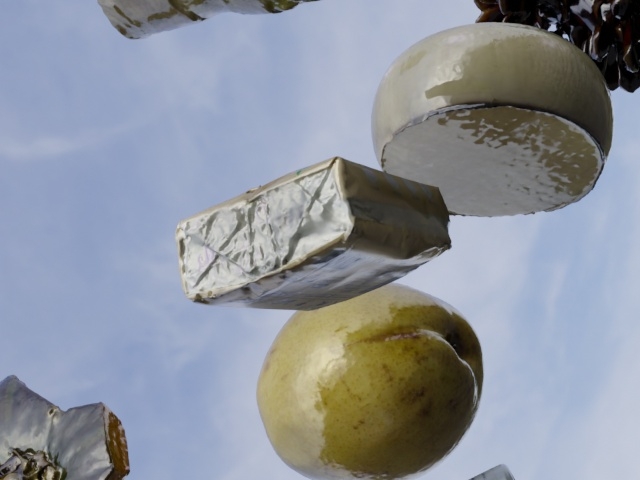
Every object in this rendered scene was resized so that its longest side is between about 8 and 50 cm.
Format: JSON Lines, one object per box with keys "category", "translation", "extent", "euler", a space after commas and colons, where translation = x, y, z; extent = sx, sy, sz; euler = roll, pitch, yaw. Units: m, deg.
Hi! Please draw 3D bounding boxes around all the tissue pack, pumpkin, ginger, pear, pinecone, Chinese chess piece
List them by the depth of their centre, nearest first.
{"category": "ginger", "translation": [-0.073, -0.236, 0.957], "extent": [0.116, 0.262, 0.109], "euler": [57, -137, -32]}
{"category": "tissue pack", "translation": [0.000, 0.000, 1.071], "extent": [0.222, 0.186, 0.090], "euler": [6, -115, -61]}
{"category": "pumpkin", "translation": [-0.287, 0.275, 1.171], "extent": [0.095, 0.290, 0.258], "euler": [43, -115, -49]}
{"category": "Chinese chess piece", "translation": [0.175, -0.115, 1.220], "extent": [0.250, 0.249, 0.103], "euler": [47, -139, -52]}
{"category": "pinecone", "translation": [0.316, -0.273, 1.318], "extent": [0.246, 0.292, 0.246], "euler": [-20, -54, -30]}
{"category": "pear", "translation": [0.068, 0.201, 1.641], "extent": [0.314, 0.314, 0.315], "euler": [-26, -57, -49]}

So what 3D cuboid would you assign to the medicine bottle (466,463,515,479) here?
{"category": "medicine bottle", "translation": [0.169, 0.314, 1.338], "extent": [0.130, 0.080, 0.080], "euler": [-28, -42, 4]}
